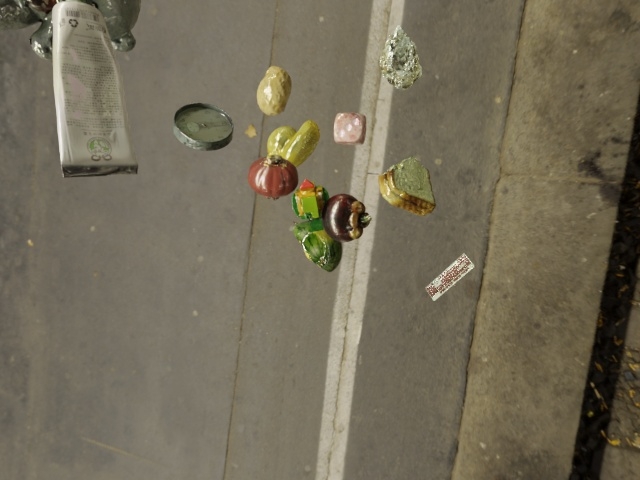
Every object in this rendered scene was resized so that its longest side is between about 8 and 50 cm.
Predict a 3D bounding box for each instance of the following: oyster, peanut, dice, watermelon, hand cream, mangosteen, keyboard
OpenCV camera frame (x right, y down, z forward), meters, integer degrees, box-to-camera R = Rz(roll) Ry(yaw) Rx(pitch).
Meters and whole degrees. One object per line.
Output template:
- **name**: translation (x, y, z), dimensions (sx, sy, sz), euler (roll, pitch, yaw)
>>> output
- **oyster**: translation (0.244, -0.558, 1.244), dimensions (0.125, 0.064, 0.177), euler (-31, 91, 7)
- **peanut**: translation (-0.157, -0.504, 1.358), dimensions (0.141, 0.109, 0.159), euler (28, 109, 54)
- **dice**: translation (0.094, -0.351, 1.269), dimensions (0.093, 0.094, 0.091), euler (6, 98, 11)
- **watermelon**: translation (0.002, 0.004, 1.400), dimensions (0.127, 0.232, 0.204), euler (-41, 104, 8)
- **hand cream**: translation (-0.409, -0.276, 0.710), dimensions (0.076, 0.121, 0.335), euler (-12, 87, 53)
- **mangosteen**: translation (0.072, -0.058, 1.052), dimensions (0.140, 0.140, 0.140), euler (1, 93, 18)
- **keyboard**: translation (0.384, 0.113, 1.200), dimensions (0.166, 0.017, 0.055), euler (-50, 54, 28)

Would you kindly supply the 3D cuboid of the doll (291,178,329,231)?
- **doll**: translation (-0.025, -0.099, 1.126), dimensions (0.106, 0.186, 0.134), euler (-8, 86, 3)

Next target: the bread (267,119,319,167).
- **bread**: translation (-0.094, -0.323, 1.290), dimensions (0.188, 0.065, 0.149), euler (-43, 74, 9)

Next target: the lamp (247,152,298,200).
- **lamp**: translation (-0.093, -0.125, 0.796), dimensions (0.101, 0.101, 0.090), euler (20, 128, 17)

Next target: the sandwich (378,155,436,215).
- **sandwich**: translation (0.133, -0.092, 0.635), dimensions (0.036, 0.105, 0.093), euler (-33, 57, 44)

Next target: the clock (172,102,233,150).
- **clock**: translation (-0.422, -0.416, 1.458), dimensions (0.215, 0.215, 0.042), euler (42, 143, 12)

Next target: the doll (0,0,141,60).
- **doll**: translation (-0.524, -0.481, 0.776), dimensions (0.158, 0.341, 0.245), euler (24, 116, 56)
